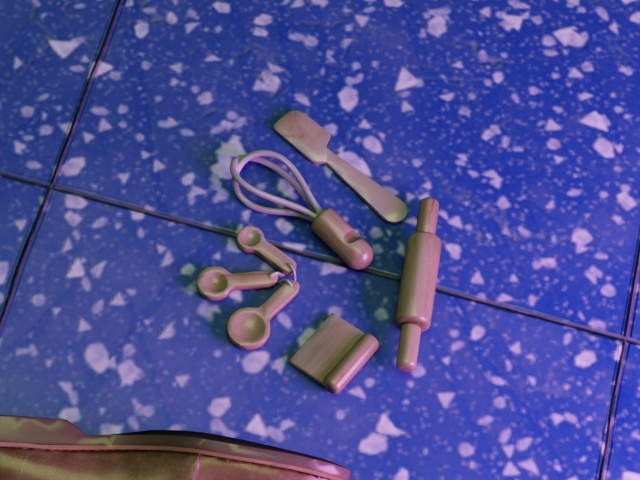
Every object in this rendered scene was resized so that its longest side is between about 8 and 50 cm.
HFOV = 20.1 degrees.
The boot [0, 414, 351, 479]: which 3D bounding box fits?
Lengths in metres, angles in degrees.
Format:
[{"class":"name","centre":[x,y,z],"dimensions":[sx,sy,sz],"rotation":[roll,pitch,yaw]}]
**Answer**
[{"class":"boot","centre":[-0.131,0.196,1.361],"dimensions":[0.305,0.112,0.115],"rotation":[3,79,-4]}]

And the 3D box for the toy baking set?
[{"class":"toy baking set","centre":[0.006,0.003,1.511],"dimensions":[0.197,0.030,0.256],"rotation":[15,61,1]}]
